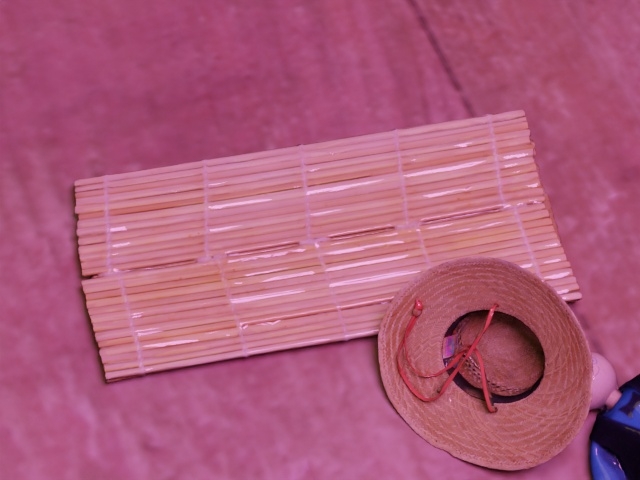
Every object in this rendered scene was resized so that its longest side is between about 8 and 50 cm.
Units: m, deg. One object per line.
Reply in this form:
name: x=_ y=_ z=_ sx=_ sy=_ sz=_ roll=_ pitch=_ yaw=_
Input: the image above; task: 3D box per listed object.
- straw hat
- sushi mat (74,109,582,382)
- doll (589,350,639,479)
straw hat: x=0.113 y=0.068 z=1.093 sx=0.144 sy=0.144 sz=0.061 roll=36 pitch=28 yaw=18
sushi mat: x=0.000 y=0.000 z=1.159 sx=0.316 sy=0.019 sz=0.151 roll=-9 pitch=64 yaw=-4
doll: x=0.227 y=0.126 z=1.074 sx=0.189 sy=0.046 sz=0.129 roll=33 pitch=76 yaw=23
